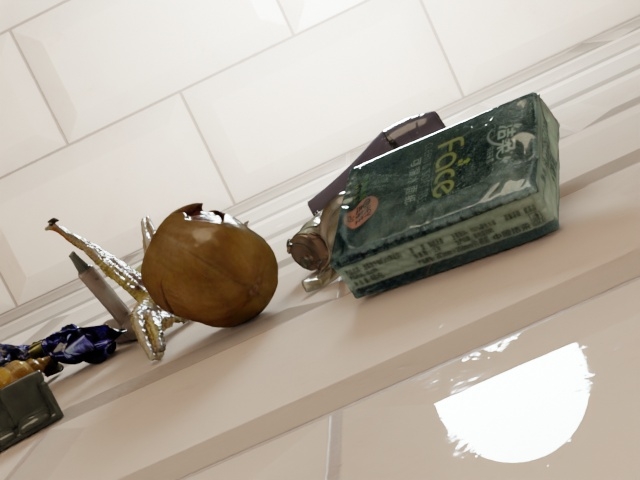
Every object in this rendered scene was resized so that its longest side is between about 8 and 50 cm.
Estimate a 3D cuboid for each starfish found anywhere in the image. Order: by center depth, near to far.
[{"bbox_3d":[-0.299,0.058,1.876,0.398,0.383,0.132,-25,-34,-46],"label":"starfish"}]

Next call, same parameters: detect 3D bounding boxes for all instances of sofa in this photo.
[{"bbox_3d":[-0.486,0.273,1.556,0.147,0.085,0.060,-28,5,-17],"label":"sofa"}]

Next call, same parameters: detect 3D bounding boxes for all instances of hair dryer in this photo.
[{"bbox_3d":[-0.426,0.114,1.931,0.195,0.220,0.054,-18,32,53],"label":"hair dryer"},{"bbox_3d":[0.146,-0.132,2.010,0.301,0.121,0.361,-34,-9,14],"label":"hair dryer"}]

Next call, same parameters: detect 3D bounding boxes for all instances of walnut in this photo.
[{"bbox_3d":[-0.195,0.046,1.662,0.203,0.203,0.298,-30,20,-29],"label":"walnut"}]

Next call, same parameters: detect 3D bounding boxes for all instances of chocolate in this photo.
[{"bbox_3d":[-0.529,0.220,1.938,0.343,0.126,0.148,-21,-32,9],"label":"chocolate"}]

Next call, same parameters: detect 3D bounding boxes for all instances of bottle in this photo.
[{"bbox_3d":[0.001,-0.001,1.791,0.099,0.099,0.152,-16,16,47],"label":"bottle"}]

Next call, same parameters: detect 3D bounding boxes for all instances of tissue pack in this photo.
[{"bbox_3d":[0.176,-0.061,1.390,0.315,0.103,0.228,-21,36,28],"label":"tissue pack"}]

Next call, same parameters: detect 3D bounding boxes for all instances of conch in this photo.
[{"bbox_3d":[-0.644,0.299,1.829,0.330,0.093,0.109,-27,6,-11],"label":"conch"}]

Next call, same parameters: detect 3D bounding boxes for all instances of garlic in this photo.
[{"bbox_3d":[0.037,0.003,1.617,0.194,0.127,0.131,-44,8,12],"label":"garlic"}]

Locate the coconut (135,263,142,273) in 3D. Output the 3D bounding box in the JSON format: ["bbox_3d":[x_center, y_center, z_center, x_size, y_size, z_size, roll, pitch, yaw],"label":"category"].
[{"bbox_3d":[-0.426,0.090,2.523,0.081,0.083,0.082,-31,-31,19],"label":"coconut"}]
